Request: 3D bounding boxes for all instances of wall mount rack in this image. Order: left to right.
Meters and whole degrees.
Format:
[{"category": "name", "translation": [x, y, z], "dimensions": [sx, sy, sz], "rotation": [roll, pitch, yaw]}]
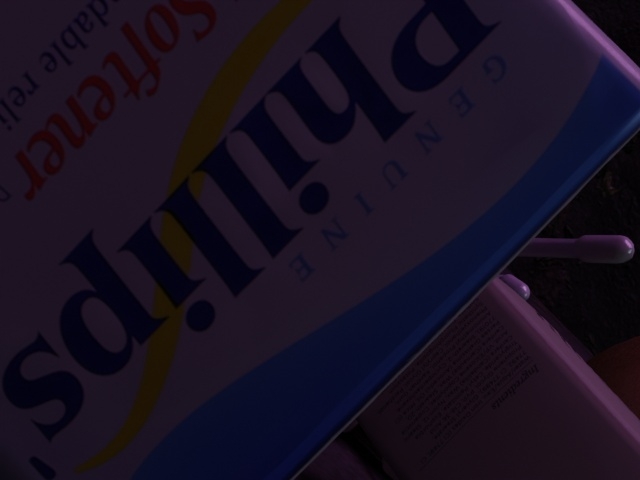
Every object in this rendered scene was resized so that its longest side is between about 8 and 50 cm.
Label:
[{"category": "wall mount rack", "translation": [0.133, 0.043, 1.181], "dimensions": [0.350, 0.130, 0.304], "rotation": [63, -5, -34]}]

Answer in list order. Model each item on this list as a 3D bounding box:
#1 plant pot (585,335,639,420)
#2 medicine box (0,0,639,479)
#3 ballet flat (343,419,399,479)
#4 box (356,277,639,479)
[{"category": "plant pot", "translation": [0.228, 0.207, 0.950], "dimensions": [0.237, 0.237, 0.254], "rotation": [44, 21, -4]}, {"category": "medicine box", "translation": [-0.074, -0.066, 0.599], "dimensions": [0.289, 0.263, 0.149], "rotation": [43, 9, -7]}, {"category": "ballet flat", "translation": [0.042, 0.109, 1.003], "dimensions": [0.213, 0.072, 0.068], "rotation": [41, 39, -2]}, {"category": "box", "translation": [0.133, 0.141, 0.795], "dimensions": [0.094, 0.113, 0.275], "rotation": [38, 11, -46]}]
